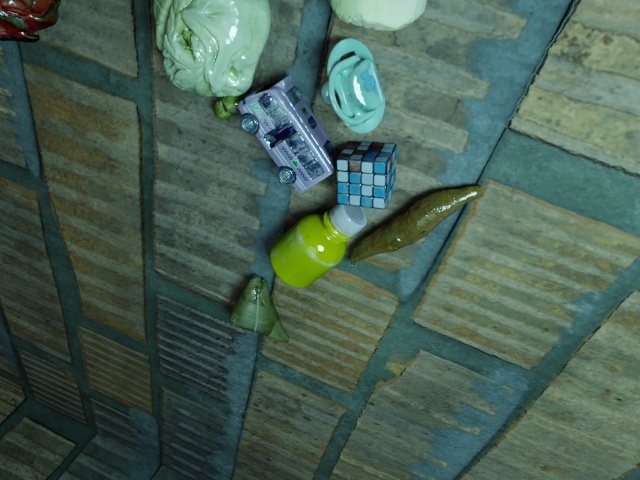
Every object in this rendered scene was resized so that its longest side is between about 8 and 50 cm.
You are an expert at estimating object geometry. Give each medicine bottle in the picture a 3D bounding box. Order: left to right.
[{"bbox_3d":[0.000,0.000,0.887,0.122,0.122,0.212,44,127,-10],"label":"medicine bottle"}]

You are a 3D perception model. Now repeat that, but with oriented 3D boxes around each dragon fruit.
[{"bbox_3d":[-0.567,-0.458,0.784,0.189,0.182,0.182,-21,113,42],"label":"dragon fruit"}]

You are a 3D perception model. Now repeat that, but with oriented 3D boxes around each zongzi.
[{"bbox_3d":[-0.128,0.180,1.096,0.176,0.078,0.160,26,128,-9],"label":"zongzi"}]

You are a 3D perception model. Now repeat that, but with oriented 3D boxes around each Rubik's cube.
[{"bbox_3d":[0.085,-0.120,0.790,0.092,0.092,0.092,8,125,17],"label":"Rubik's cube"}]

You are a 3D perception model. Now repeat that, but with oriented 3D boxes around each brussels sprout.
[{"bbox_3d":[-0.172,-0.256,0.830,0.083,0.051,0.046,-22,85,31],"label":"brussels sprout"}]

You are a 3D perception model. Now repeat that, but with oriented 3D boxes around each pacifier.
[{"bbox_3d":[0.041,-0.248,0.722,0.116,0.127,0.150,9,136,47],"label":"pacifier"}]

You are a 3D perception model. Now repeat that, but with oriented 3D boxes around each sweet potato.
[{"bbox_3d":[0.165,-0.020,0.840,0.066,0.072,0.314,37,127,-23],"label":"sweet potato"}]

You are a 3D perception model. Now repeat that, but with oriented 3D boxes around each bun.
[{"bbox_3d":[-0.190,-0.344,0.722,0.229,0.145,0.229,12,129,15],"label":"bun"}]

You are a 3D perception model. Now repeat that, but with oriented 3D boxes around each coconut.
[{"bbox_3d":[0.082,-0.379,0.586,0.147,0.147,0.152,15,133,13],"label":"coconut"}]

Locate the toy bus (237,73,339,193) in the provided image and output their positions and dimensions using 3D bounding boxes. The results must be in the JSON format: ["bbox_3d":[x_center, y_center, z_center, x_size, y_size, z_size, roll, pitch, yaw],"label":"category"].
[{"bbox_3d":[-0.054,-0.194,0.795,0.108,0.096,0.199,-24,113,29],"label":"toy bus"}]
